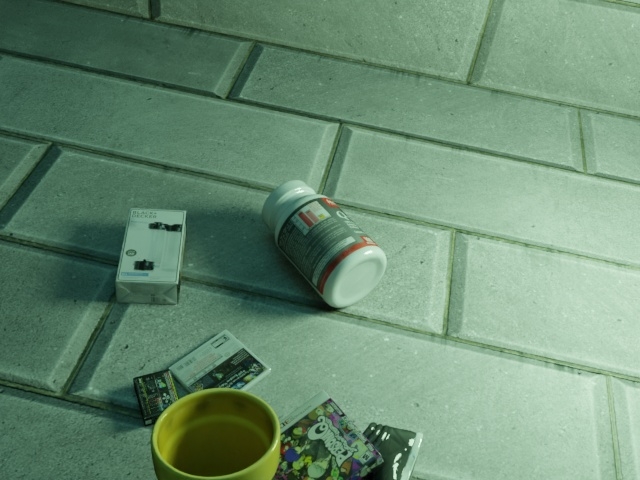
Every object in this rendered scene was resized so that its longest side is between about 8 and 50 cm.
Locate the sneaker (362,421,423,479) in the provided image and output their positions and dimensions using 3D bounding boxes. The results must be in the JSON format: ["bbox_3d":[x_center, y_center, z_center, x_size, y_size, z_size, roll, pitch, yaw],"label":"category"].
[{"bbox_3d":[0.121,0.528,1.627,0.147,0.104,0.296,17,40,13],"label":"sneaker"}]

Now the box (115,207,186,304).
[{"bbox_3d":[-0.466,0.039,2.040,0.169,0.087,0.290,3,44,-6],"label":"box"}]

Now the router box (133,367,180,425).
[{"bbox_3d":[-0.387,0.371,1.745,0.092,0.038,0.122,-12,48,-20],"label":"router box"}]

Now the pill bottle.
[{"bbox_3d":[0.000,0.000,2.066,0.210,0.210,0.363,-23,52,-29],"label":"pill bottle"}]

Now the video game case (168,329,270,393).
[{"bbox_3d":[-0.251,0.325,1.828,0.173,0.022,0.190,36,49,26],"label":"video game case"}]

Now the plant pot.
[{"bbox_3d":[-0.209,0.474,1.501,0.254,0.239,0.254,1,30,-1],"label":"plant pot"}]

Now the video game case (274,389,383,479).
[{"bbox_3d":[-0.011,0.470,1.631,0.210,0.042,0.232,-33,44,-14],"label":"video game case"}]
